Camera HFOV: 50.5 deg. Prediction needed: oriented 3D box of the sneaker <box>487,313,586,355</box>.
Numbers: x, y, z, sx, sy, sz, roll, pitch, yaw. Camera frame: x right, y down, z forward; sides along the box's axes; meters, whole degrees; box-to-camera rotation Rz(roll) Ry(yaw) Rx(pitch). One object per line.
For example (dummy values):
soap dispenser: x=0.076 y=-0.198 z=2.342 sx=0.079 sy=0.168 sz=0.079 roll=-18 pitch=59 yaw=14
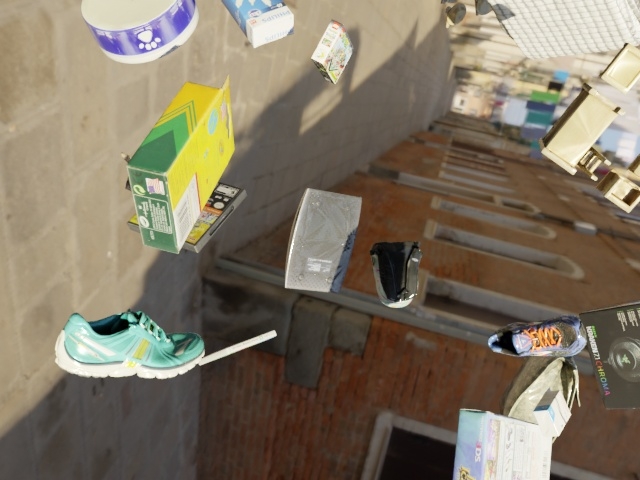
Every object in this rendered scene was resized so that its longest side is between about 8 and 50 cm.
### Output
sneaker: x=0.420 y=0.196 z=1.327 sx=0.221 sy=0.087 sz=0.083 roll=-26 pitch=-105 yaw=54

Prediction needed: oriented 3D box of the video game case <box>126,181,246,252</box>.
video game case: x=-0.398 y=-0.092 z=2.020 sx=0.248 sy=0.274 sz=0.035 roll=-54 pitch=146 yaw=-31

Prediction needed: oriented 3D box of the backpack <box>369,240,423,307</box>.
backpack: x=0.219 y=0.099 z=1.941 sx=0.115 sy=0.151 sz=0.182 roll=89 pitch=-3 yaw=-72

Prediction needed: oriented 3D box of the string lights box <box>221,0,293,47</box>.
string lights box: x=-0.195 y=-0.692 z=1.993 sx=0.133 sy=0.260 sz=0.077 roll=-25 pitch=153 yaw=-16

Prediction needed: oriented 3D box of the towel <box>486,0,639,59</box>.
towel: x=0.441 y=-0.451 z=1.240 sx=0.283 sy=0.235 sz=0.121 roll=26 pitch=75 yaw=-47

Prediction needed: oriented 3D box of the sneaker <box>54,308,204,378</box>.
sneaker: x=-0.318 y=0.177 z=1.186 sx=0.275 sy=0.107 sz=0.110 roll=8 pitch=102 yaw=-42

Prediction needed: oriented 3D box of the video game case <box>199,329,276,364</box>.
video game case: x=-0.275 y=0.353 z=2.229 sx=0.193 sy=0.023 sz=0.212 roll=-16 pitch=171 yaw=-39

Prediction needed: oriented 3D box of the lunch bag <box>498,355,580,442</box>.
lunch bag: x=0.639 y=0.421 z=1.931 sx=0.287 sy=0.168 sz=0.235 roll=-65 pitch=171 yaw=14

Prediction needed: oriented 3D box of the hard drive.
hard drive: x=0.000 y=0.000 z=1.703 sx=0.054 sy=0.171 sz=0.255 roll=32 pitch=-68 yaw=60

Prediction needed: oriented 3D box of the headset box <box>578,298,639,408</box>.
headset box: x=0.789 y=0.258 z=1.584 sx=0.283 sy=0.131 sz=0.247 roll=-22 pitch=-101 yaw=56

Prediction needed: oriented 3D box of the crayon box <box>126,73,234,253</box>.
crayon box: x=-0.257 y=-0.159 z=1.309 sx=0.202 sy=0.081 sz=0.319 roll=94 pitch=12 yaw=-46

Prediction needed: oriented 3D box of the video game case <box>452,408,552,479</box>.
video game case: x=0.312 y=0.442 z=1.170 sx=0.244 sy=0.061 sz=0.270 roll=24 pitch=69 yaw=-44

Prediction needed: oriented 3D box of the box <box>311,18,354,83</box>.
box: x=0.035 y=-0.497 z=1.802 sx=0.114 sy=0.036 sz=0.207 roll=-61 pitch=170 yaw=4

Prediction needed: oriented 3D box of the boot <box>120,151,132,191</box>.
boot: x=-0.513 y=-0.179 z=1.868 sx=0.087 sy=0.118 sz=0.042 roll=-61 pitch=-174 yaw=-1

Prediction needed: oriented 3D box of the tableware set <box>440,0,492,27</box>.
tableware set: x=0.357 y=-0.585 z=1.618 sx=0.020 sy=0.168 sz=0.141 roll=56 pitch=-11 yaw=37

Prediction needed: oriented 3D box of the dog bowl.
dog bowl: x=-0.438 y=-0.562 z=1.652 sx=0.104 sy=0.264 sz=0.265 roll=70 pitch=34 yaw=-57

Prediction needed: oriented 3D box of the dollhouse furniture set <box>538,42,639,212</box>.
dollhouse furniture set: x=0.440 y=-0.164 z=0.984 sx=0.182 sy=0.161 sz=0.101 roll=-55 pitch=179 yaw=23

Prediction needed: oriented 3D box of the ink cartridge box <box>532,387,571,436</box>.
ink cartridge box: x=0.385 y=0.280 z=1.119 sx=0.083 sy=0.028 sz=0.048 roll=-30 pitch=97 yaw=-49
